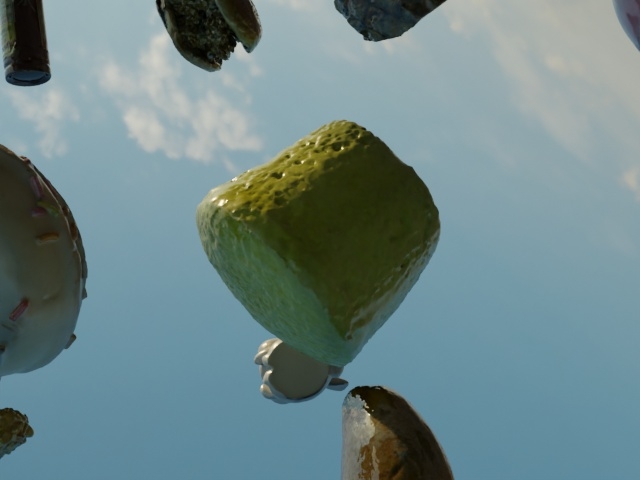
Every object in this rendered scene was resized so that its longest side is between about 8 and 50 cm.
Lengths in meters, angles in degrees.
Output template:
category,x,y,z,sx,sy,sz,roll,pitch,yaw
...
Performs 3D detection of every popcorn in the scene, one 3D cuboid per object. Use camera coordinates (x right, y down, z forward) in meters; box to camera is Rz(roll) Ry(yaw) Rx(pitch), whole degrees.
category,x,y,z,sx,sy,sz,roll,pitch,yaw
popcorn,-0.421,0.256,1.326,0.057,0.082,0.083,50,180,9

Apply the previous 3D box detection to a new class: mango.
category,x,y,z,sx,sy,sz,roll,pitch,yaw
mango,0.097,0.320,1.353,0.146,0.193,0.316,7,-138,-21

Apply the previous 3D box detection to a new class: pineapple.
category,x,y,z,sx,sy,sz,roll,pitch,yaw
pineapple,0.036,-0.362,1.125,0.278,0.158,0.158,51,-155,-14

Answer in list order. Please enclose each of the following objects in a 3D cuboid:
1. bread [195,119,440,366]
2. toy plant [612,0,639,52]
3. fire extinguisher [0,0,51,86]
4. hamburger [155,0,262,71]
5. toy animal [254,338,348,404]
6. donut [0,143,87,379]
category,x,y,z,sx,sy,sz,roll,pitch,yaw
bread,0.000,0.000,1.592,0.348,0.348,0.308,43,-113,12
toy plant,0.414,-0.379,1.116,0.317,0.210,0.356,-8,-122,-2
fire extinguisher,-0.480,-0.383,1.670,0.106,0.075,0.252,-1,-104,-35
hamburger,-0.165,-0.358,1.568,0.159,0.131,0.185,11,-127,-66
toy animal,-0.033,0.239,1.903,0.193,0.178,0.127,58,-159,-82
donut,-0.514,0.030,1.466,0.382,0.382,0.142,43,-149,11
